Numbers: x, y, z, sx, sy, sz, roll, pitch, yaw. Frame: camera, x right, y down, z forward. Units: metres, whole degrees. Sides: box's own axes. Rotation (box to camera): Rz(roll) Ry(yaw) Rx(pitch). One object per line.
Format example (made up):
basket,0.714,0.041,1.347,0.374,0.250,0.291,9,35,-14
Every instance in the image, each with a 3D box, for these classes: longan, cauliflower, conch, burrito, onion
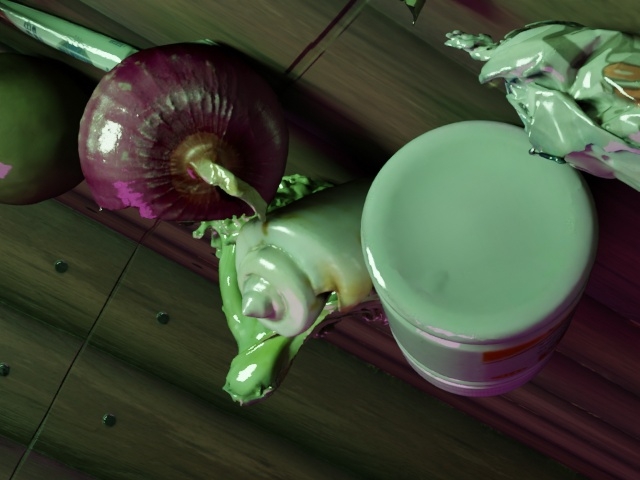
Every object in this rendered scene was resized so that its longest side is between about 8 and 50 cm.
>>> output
longan,-0.431,-0.157,1.213,0.248,0.248,0.248,25,167,6
cauliflower,-0.034,0.051,1.158,0.327,0.281,0.260,31,-163,14
conch,-0.007,-0.007,0.947,0.158,0.255,0.127,-8,129,45
burrito,0.281,-0.040,0.537,0.445,0.101,0.139,25,-179,4
onion,-0.137,-0.113,0.879,0.207,0.200,0.200,1,164,5

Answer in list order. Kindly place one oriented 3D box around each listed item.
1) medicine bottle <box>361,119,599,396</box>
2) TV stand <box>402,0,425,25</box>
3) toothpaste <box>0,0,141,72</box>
medicine bottle,0.156,0.035,0.855,0.202,0.202,0.316,22,167,16
TV stand,-0.040,-0.221,0.593,0.249,0.036,0.042,25,168,4
toothpaste,-0.299,-0.241,1.020,0.239,0.039,0.062,25,174,16
